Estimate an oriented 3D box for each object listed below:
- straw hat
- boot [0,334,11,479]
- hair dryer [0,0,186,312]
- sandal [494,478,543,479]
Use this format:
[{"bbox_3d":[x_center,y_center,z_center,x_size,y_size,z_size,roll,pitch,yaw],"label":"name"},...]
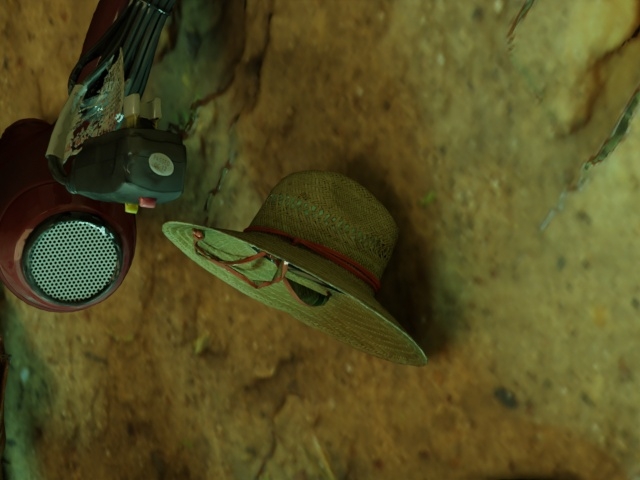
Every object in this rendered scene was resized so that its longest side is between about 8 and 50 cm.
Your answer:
[{"bbox_3d":[0.000,0.000,0.831,0.144,0.144,0.061,16,73,43],"label":"straw hat"},{"bbox_3d":[-0.224,0.144,1.113,0.197,0.073,0.152,62,143,17],"label":"boot"},{"bbox_3d":[-0.104,-0.069,0.904,0.293,0.080,0.224,-28,40,54],"label":"hair dryer"},{"bbox_3d":[0.012,0.193,0.823,0.302,0.086,0.120,-15,92,24],"label":"sandal"}]
